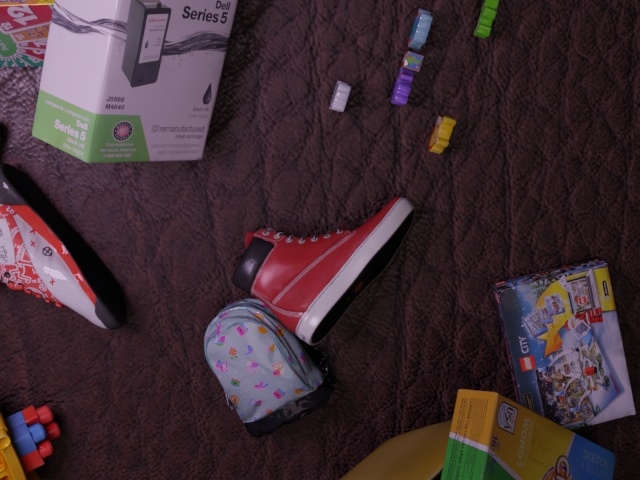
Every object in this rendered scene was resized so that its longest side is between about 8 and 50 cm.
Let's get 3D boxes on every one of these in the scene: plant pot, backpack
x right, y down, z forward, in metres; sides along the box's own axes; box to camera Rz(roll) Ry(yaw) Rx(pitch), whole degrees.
[{"bbox_3d":[0.144,0.371,1.373,0.187,0.212,0.212,-4,108,43],"label":"plant pot"},{"bbox_3d":[-0.079,0.167,1.379,0.152,0.115,0.182,-29,99,6],"label":"backpack"}]

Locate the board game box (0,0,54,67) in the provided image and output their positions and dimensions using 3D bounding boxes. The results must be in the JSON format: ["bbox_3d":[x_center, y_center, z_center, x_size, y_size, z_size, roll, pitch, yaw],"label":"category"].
[{"bbox_3d":[-0.450,-0.266,1.270,0.259,0.124,0.039,0,63,-1],"label":"board game box"}]

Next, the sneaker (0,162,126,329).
[{"bbox_3d":[-0.393,0.040,1.353,0.145,0.090,0.270,-36,102,10],"label":"sneaker"}]

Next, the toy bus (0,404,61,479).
[{"bbox_3d":[-0.453,0.324,1.384,0.211,0.149,0.220,-23,124,-20],"label":"toy bus"}]

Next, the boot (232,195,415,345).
[{"bbox_3d":[0.000,0.000,1.367,0.176,0.088,0.244,37,74,22],"label":"boot"}]

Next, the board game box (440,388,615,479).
[{"bbox_3d":[0.273,0.357,1.326,0.316,0.064,0.242,29,67,-41],"label":"board game box"}]

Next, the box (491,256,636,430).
[{"bbox_3d":[0.347,0.155,1.432,0.159,0.044,0.233,-14,102,1],"label":"box"}]

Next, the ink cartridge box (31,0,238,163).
[{"bbox_3d":[-0.219,-0.241,1.222,0.114,0.198,0.273,26,110,33],"label":"ink cartridge box"}]

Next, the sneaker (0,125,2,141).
[{"bbox_3d":[-0.494,-0.158,1.317,0.170,0.063,0.075,27,100,-13],"label":"sneaker"}]

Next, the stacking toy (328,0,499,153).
[{"bbox_3d":[0.122,-0.245,1.337,0.167,0.052,0.221,18,99,-8],"label":"stacking toy"}]
